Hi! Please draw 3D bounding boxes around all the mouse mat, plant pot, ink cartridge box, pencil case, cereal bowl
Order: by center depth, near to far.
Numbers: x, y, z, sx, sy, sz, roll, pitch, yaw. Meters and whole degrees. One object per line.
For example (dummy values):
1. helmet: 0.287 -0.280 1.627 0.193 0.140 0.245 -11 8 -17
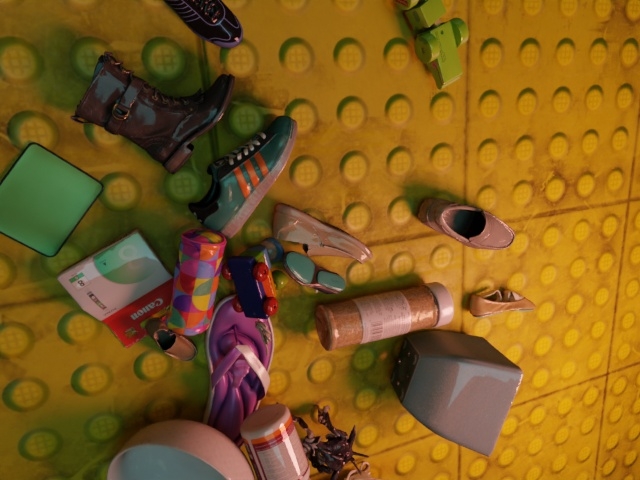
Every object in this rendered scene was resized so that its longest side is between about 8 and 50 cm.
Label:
1. mouse mat: -0.550 -0.077 0.830 0.153 0.007 0.189 36 88 -24
2. pencil case: -0.272 0.090 0.896 0.105 0.104 0.236 11 108 -22
3. ink cartridge box: -0.409 0.113 0.904 0.181 0.056 0.224 -32 110 -10
4. cereal bowl: -0.299 0.540 0.965 0.339 0.141 0.338 5 115 11
5. plant pot: 0.341 0.386 1.153 0.253 0.247 0.247 17 97 -6

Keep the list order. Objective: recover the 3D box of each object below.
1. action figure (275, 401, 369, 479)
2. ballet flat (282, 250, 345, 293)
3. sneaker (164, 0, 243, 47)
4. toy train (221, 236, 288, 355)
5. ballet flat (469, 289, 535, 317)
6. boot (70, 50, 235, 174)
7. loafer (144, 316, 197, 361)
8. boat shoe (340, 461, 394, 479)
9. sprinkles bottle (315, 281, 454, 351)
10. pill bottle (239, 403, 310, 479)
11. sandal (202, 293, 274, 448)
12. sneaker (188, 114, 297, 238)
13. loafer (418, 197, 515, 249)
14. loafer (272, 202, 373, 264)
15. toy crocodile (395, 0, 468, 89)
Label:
1. action figure: -0.013 0.519 1.105 0.276 0.141 0.164 26 91 -8
2. ballet flat: -0.029 0.086 1.023 0.203 0.074 0.074 28 92 -35
3. sneaker: -0.247 -0.464 0.803 0.232 0.090 0.081 32 90 -24
4. toy train: -0.124 0.125 0.978 0.143 0.105 0.247 -47 130 -53
5. ballet flat: 0.557 0.185 1.270 0.233 0.080 0.073 -3 89 -21
6. boot: -0.321 -0.281 0.820 0.229 0.091 0.262 37 90 -24
7. loafer: -0.339 0.235 0.955 0.056 0.050 0.148 -45 121 -5
8. boat shoe: 0.123 0.725 1.211 0.368 0.156 0.135 -4 111 10
9. sprinkles bottle: 0.170 0.195 1.101 0.356 0.121 0.121 -8 105 -18
10. pill bottle: -0.095 0.507 0.970 0.121 0.121 0.221 -20 96 -15
11. sandal: -0.192 0.336 1.010 0.170 0.102 0.415 2 102 -21
12. sneaker: -0.166 -0.154 0.898 0.121 0.108 0.302 33 92 -28
13. loafer: 0.416 -0.035 1.141 0.320 0.111 0.111 13 98 -23
14. loafer: 0.000 0.000 1.008 0.269 0.102 0.092 26 94 -14
15. toy crocodile: 0.247 -0.523 0.976 0.115 0.105 0.340 -36 117 -9
